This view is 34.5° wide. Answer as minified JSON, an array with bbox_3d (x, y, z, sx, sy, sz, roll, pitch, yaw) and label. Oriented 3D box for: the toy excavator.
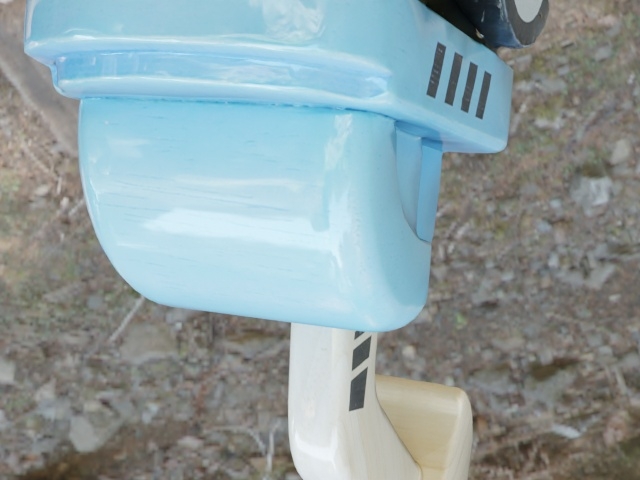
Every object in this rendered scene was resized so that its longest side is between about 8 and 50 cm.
[{"bbox_3d":[0.000,0.000,0.605,0.222,0.445,0.433,7,-179,24],"label":"toy excavator"}]
